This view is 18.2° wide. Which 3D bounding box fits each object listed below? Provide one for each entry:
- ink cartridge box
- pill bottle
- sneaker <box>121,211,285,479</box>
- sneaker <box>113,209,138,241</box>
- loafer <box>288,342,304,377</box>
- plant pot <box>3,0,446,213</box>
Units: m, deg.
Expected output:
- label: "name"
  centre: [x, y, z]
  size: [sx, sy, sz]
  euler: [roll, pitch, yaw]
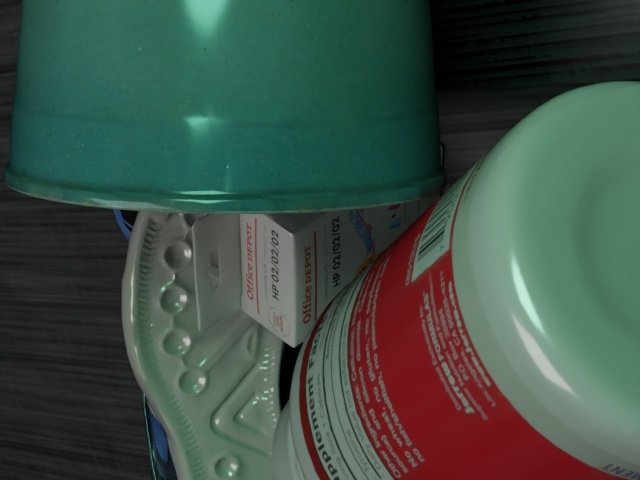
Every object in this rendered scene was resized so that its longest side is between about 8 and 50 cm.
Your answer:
- label: "ink cartridge box"
  centre: [0.000, 0.000, 1.379]
  size: [0.061, 0.181, 0.104]
  euler: [34, 140, 35]
- label: "pill bottle"
  centre: [0.120, 0.086, 1.241]
  size: [0.229, 0.229, 0.408]
  euler: [55, 148, 7]
- label: "sneaker"
  centre: [-0.100, 0.073, 1.590]
  size: [0.236, 0.130, 0.323]
  euler: [-132, 30, -68]
- label: "sneaker"
  centre: [-0.112, -0.064, 1.578]
  size: [0.090, 0.081, 0.232]
  euler: [40, 143, 39]
- label: "loafer"
  centre: [0.028, 0.148, 1.552]
  size: [0.096, 0.084, 0.267]
  euler: [-3, 113, 57]
- label: "plant pot"
  centre: [-0.056, -0.161, 1.207]
  size: [0.271, 0.271, 0.255]
  euler: [12, 104, 50]
